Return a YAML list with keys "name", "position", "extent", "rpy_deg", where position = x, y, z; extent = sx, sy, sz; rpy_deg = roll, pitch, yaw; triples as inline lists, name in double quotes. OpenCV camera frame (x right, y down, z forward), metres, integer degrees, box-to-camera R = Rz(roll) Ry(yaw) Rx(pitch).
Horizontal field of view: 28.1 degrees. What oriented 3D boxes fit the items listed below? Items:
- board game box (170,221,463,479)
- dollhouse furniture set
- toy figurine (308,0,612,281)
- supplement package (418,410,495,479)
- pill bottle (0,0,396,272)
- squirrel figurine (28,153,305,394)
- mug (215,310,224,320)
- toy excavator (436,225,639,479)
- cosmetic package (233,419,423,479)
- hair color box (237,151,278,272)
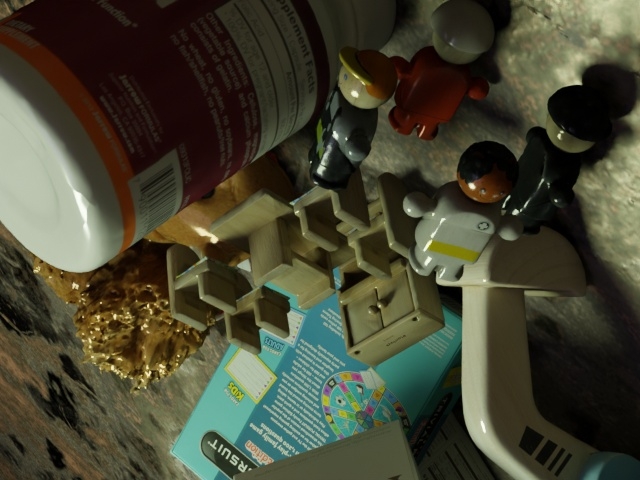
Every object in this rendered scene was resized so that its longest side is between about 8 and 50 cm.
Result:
- name: "board game box"
  position: [0.009, 0.173, 1.454]
  extent: [0.254, 0.079, 0.336]
  rpy_deg: [35, 102, 29]
- name: "dollhouse furniture set"
  position: [0.000, 0.000, 1.266]
  extent: [0.212, 0.161, 0.242]
  rpy_deg: [-32, 138, 28]
- name: "toy figurine"
  position: [0.116, -0.092, 1.090]
  extent: [0.213, 0.210, 0.148]
  rpy_deg: [44, 134, 19]
- name: "supplement package"
  position: [0.064, 0.289, 1.644]
  extent: [0.204, 0.145, 0.262]
  rpy_deg: [57, 150, -9]
- name: "pill bottle"
  position: [-0.127, -0.163, 1.170]
  extent: [0.224, 0.392, 0.224]
  rpy_deg: [34, 145, 28]
- name: "squirrel figurine"
  position: [-0.190, -0.034, 1.474]
  extent: [0.371, 0.281, 0.396]
  rpy_deg: [20, 126, 29]
- name: "mug"
  position: [-0.212, 0.052, 1.815]
  extent: [0.169, 0.113, 0.150]
  rpy_deg: [2, 125, 50]
- name: "toy excavator"
  position: [0.242, 0.258, 1.246]
  extent: [0.445, 0.432, 0.222]
  rpy_deg: [35, 160, -29]
- name: "cosmetic package"
  position: [0.058, 0.396, 1.321]
  extent: [0.155, 0.197, 0.365]
  rpy_deg: [-99, -9, -70]
- name: "hair color box"
  position: [-0.081, -0.035, 1.590]
  extent: [0.093, 0.053, 0.167]
  rpy_deg: [19, 138, 43]
